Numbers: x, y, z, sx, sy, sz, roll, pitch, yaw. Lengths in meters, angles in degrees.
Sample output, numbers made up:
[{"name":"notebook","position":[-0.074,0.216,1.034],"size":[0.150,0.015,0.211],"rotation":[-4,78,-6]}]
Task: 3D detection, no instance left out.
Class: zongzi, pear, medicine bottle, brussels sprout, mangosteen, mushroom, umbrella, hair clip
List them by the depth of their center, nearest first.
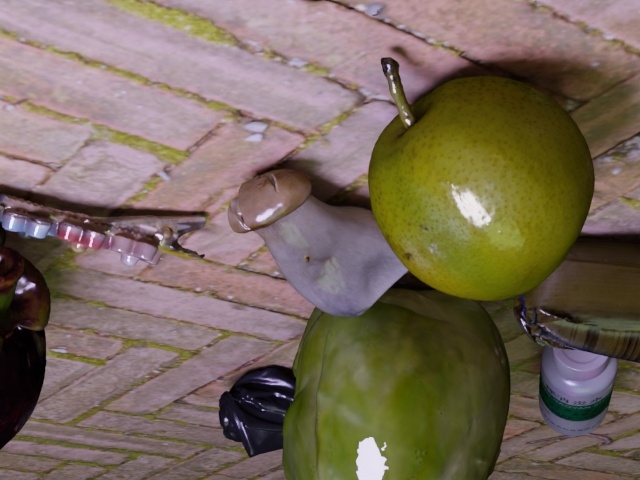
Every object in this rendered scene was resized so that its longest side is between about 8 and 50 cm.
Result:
[{"name":"pear","position":[0.107,-0.055,0.991],"size":[0.216,0.166,0.180],"rotation":[38,151,-20]},{"name":"hair clip","position":[-0.206,-0.007,1.159],"size":[0.214,0.056,0.062],"rotation":[7,-173,-23]},{"name":"mangosteen","position":[-0.346,0.089,1.162],"size":[0.228,0.228,0.265],"rotation":[19,133,-42]},{"name":"mushroom","position":[0.000,0.000,1.176],"size":[0.116,0.093,0.225],"rotation":[-39,132,24]},{"name":"brussels sprout","position":[0.078,0.187,1.367],"size":[0.247,0.328,0.328],"rotation":[21,159,12]},{"name":"zongzi","position":[0.331,0.086,1.378],"size":[0.260,0.123,0.289],"rotation":[0,160,3]},{"name":"medicine bottle","position":[0.319,0.168,1.585],"size":[0.095,0.095,0.260],"rotation":[-6,154,6]},{"name":"umbrella","position":[0.038,0.210,1.645],"size":[0.340,0.118,0.118],"rotation":[-6,157,-10]}]
